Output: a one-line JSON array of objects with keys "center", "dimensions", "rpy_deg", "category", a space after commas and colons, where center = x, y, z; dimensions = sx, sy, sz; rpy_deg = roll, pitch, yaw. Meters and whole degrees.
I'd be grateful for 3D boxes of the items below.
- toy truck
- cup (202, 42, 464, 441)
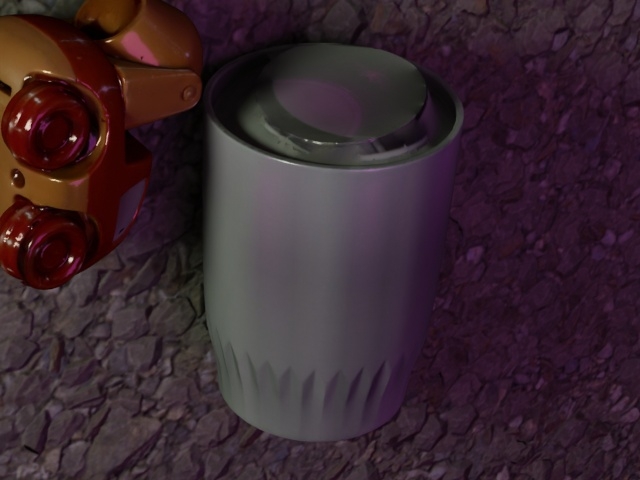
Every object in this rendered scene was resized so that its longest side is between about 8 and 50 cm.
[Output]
[{"center": [-0.220, -0.100, 1.734], "dimensions": [0.239, 0.189, 0.265], "rpy_deg": [-16, 126, -38], "category": "toy truck"}, {"center": [0.000, 0.000, 1.909], "dimensions": [0.253, 0.253, 0.372], "rpy_deg": [-15, 127, -29], "category": "cup"}]
